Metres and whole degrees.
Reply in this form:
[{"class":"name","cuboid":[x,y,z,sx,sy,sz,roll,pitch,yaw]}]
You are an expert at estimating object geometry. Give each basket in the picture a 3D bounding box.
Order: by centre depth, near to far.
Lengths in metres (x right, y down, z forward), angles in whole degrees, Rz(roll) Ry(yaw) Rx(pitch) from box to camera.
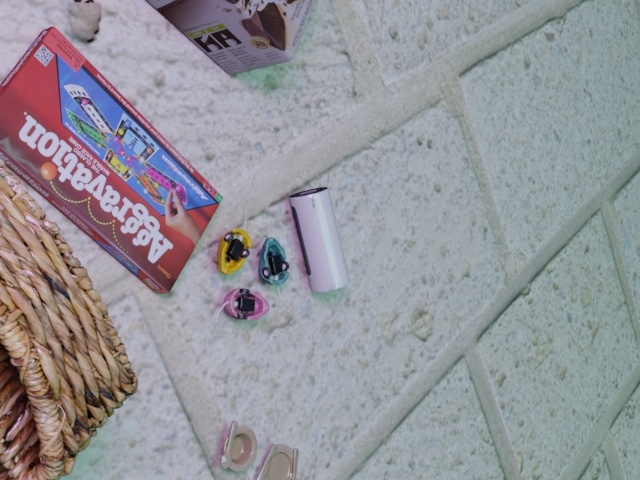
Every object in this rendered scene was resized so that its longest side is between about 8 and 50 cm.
[{"class":"basket","cuboid":[-0.320,0.086,0.709,0.223,0.213,0.299,-46,119,-40]}]

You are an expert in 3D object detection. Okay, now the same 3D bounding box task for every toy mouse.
[{"class":"toy mouse","cuboid":[-0.084,0.050,1.099,0.143,0.031,0.161,42,58,-37]}]

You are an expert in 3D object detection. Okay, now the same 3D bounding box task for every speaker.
[{"class":"speaker","cuboid":[0.000,0.000,1.176,0.055,0.055,0.136,-24,105,-45]}]

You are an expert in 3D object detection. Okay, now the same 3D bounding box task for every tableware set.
[{"class":"tableware set","cuboid":[-0.087,0.309,1.084,0.169,0.020,0.141,33,63,-40]}]

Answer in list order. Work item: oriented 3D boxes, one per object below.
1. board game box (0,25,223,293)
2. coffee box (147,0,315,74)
[{"class":"board game box","cuboid":[-0.232,-0.080,0.954,0.281,0.027,0.145,47,57,-34]},{"class":"coffee box","cuboid":[-0.138,-0.352,1.007,0.297,0.119,0.168,38,62,-39]}]
